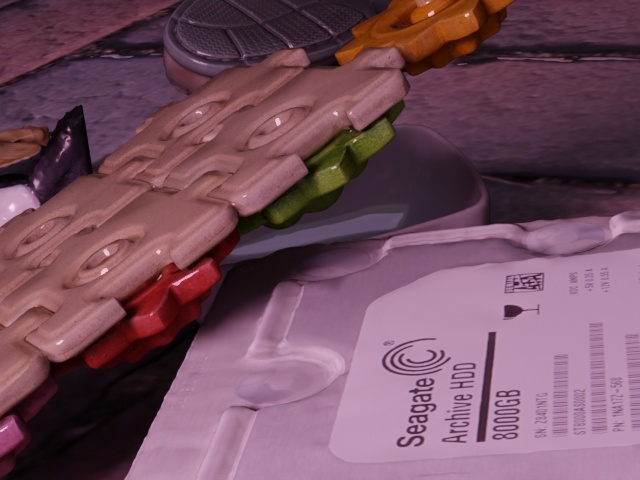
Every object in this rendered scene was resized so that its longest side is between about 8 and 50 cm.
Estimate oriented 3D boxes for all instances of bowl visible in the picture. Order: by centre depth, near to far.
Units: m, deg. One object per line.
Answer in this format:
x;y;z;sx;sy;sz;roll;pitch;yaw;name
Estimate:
0.000;0.000;0.672;0.142;0.053;0.142;-12;20;-5;bowl

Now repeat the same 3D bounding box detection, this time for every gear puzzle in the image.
-0.048;-0.011;0.586;0.339;0.044;0.175;-39;21;-17;gear puzzle

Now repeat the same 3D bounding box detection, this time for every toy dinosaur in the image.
-0.208;-0.041;0.874;0.093;0.053;0.183;-5;21;9;toy dinosaur

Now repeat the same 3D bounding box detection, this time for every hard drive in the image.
0.118;0.055;0.466;0.339;0.064;0.237;-6;21;12;hard drive

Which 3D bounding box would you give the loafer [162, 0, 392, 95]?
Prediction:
-0.004;-0.144;1.043;0.096;0.084;0.267;37;47;21;loafer

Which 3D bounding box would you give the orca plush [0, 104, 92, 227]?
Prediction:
-0.255;-0.037;0.721;0.287;0.102;0.151;-13;-22;-7;orca plush
